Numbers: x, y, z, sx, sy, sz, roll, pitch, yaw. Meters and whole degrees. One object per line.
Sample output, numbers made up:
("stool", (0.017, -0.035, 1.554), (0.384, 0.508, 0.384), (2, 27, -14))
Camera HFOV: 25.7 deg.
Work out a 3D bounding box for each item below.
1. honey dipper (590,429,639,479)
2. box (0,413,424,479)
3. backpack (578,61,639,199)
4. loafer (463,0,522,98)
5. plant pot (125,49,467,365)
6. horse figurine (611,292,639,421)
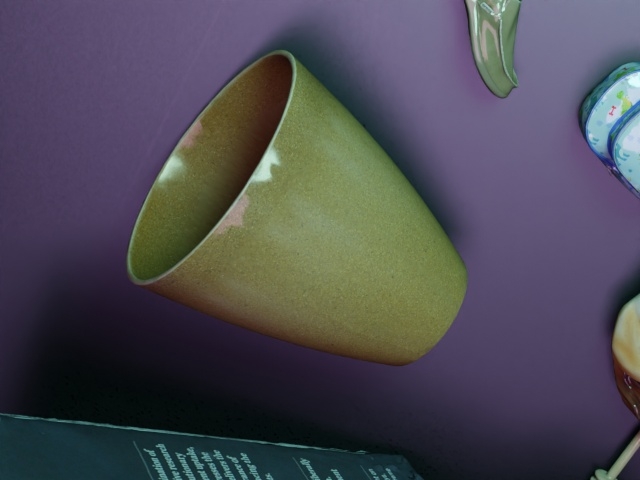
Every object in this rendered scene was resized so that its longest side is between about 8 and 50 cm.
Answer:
("honey dipper", (0.307, 0.199, 1.377), (0.030, 0.030, 0.160), (29, 107, -5))
("box", (-0.147, 0.440, 1.263), (0.472, 0.297, 0.479), (11, 110, -27))
("backpack", (0.290, -0.096, 1.237), (0.114, 0.084, 0.105), (40, 107, -6))
("loafer", (0.153, -0.196, 1.228), (0.050, 0.056, 0.148), (-11, 109, 16))
("plant pot", (0.000, 0.000, 1.243), (0.254, 0.237, 0.237), (34, 111, -21))
("horse figurine", (0.339, 0.077, 1.283), (0.174, 0.066, 0.263), (47, 127, 30))
